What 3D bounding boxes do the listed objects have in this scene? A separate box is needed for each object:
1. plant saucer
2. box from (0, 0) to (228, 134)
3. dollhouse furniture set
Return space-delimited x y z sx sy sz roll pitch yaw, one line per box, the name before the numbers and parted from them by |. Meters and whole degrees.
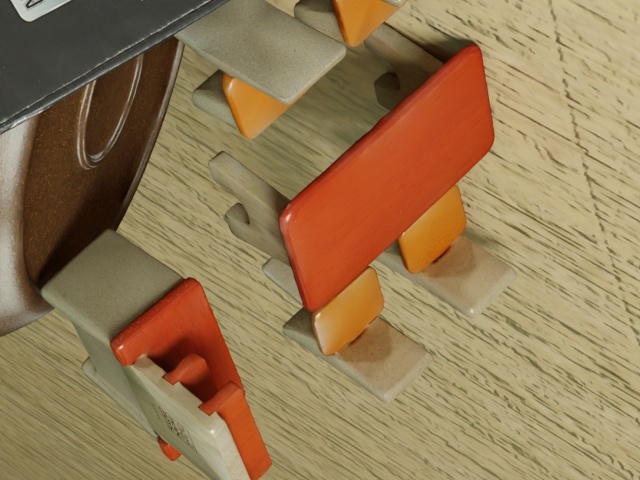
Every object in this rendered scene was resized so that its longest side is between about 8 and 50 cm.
plant saucer | -0.126 -0.084 0.900 0.050 0.311 0.311 17 149 7
box | -0.150 -0.210 0.716 0.076 0.242 0.307 -22 101 49
dollhouse furniture set | 0.000 0.000 0.904 0.135 0.259 0.262 33 155 34
